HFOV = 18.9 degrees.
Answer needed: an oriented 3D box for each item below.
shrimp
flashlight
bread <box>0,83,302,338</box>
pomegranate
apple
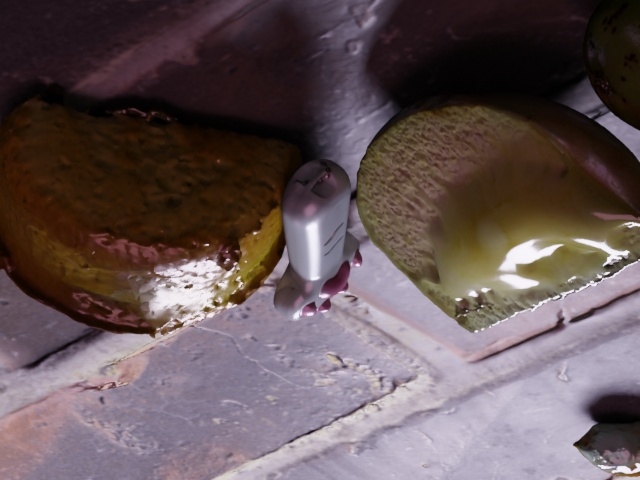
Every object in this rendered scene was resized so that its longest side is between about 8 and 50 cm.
[{"bbox_3d":[0.324,0.170,1.826,0.161,0.049,0.166,0,142,3],"label":"shrimp"},{"bbox_3d":[0.000,0.000,1.584,0.047,0.093,0.200,36,157,18],"label":"flashlight"},{"bbox_3d":[-0.146,-0.009,1.559,0.260,0.147,0.160,12,146,-9],"label":"bread"},{"bbox_3d":[0.258,-0.139,1.375,0.142,0.114,0.114,-23,144,-10],"label":"pomegranate"},{"bbox_3d":[0.142,-0.047,1.491,0.193,0.120,0.265,46,145,-9],"label":"apple"}]
